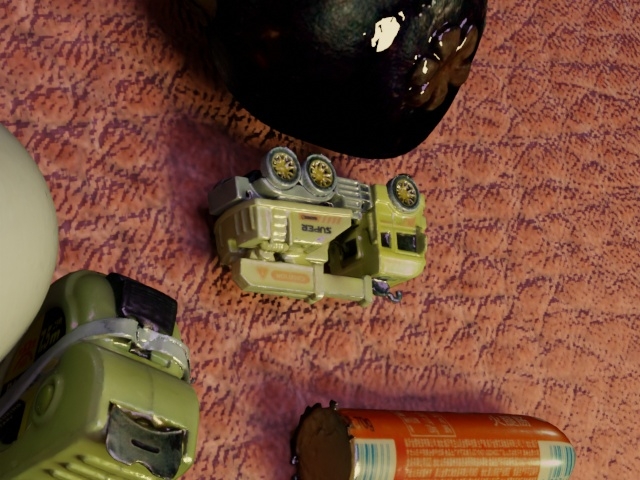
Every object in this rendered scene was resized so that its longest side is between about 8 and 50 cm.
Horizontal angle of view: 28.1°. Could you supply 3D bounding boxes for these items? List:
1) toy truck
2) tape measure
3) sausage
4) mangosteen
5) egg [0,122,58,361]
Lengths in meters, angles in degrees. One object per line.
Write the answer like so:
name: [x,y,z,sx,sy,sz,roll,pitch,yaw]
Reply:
toy truck: [0.000,0.000,0.923,0.168,0.077,0.100,10,66,-37]
tape measure: [-0.136,0.093,0.730,0.087,0.177,0.154,27,46,-30]
sausage: [0.100,0.165,0.952,0.263,0.083,0.083,8,70,-38]
mangosteen: [0.006,-0.180,0.913,0.242,0.243,0.243,14,67,-35]
egg: [-0.286,0.013,0.589,0.370,0.230,0.230,-9,81,-46]
